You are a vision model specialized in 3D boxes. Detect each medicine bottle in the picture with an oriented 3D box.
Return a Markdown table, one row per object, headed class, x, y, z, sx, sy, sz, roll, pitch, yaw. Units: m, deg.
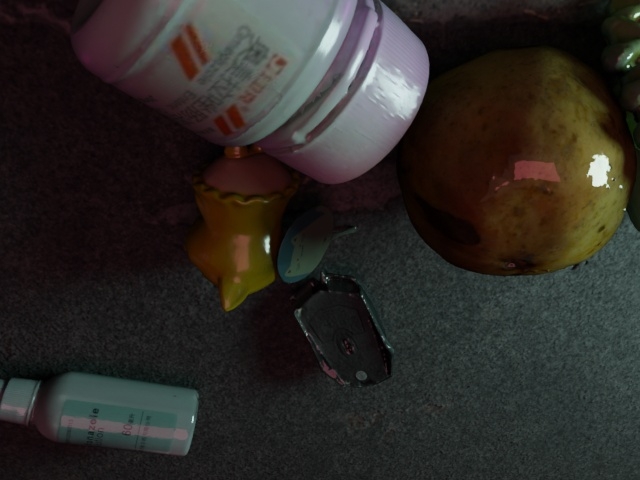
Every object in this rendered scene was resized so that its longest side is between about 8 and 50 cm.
| class | x | y | z | sx | sy | sz | roll | pitch | yaw |
| --- | --- | --- | --- | --- | --- | --- | --- | --- | --- |
| medicine bottle | -0.060 | -0.209 | 0.595 | 0.302 | 0.241 | 0.241 | 27 | 115 | -35 |
| medicine bottle | -0.377 | 0.266 | 0.931 | 0.351 | 0.110 | 0.110 | 12 | 119 | -14 |

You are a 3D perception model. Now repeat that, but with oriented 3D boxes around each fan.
| class | x | y | z | sx | sy | sz | roll | pitch | yaw |
| --- | --- | --- | --- | --- | --- | --- | --- | --- | --- |
| fan | 0.000 | 0.000 | 0.805 | 0.175 | 0.005 | 0.113 | -18 | 129 | -50 |

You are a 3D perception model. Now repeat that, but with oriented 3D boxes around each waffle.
| class | x | y | z | sx | sy | sz | roll | pitch | yaw |
| --- | --- | --- | --- | --- | --- | --- | --- | --- | --- |
| waffle | 0.428 | -0.146 | 0.684 | 0.309 | 0.292 | 0.056 | 38 | 139 | -22 |

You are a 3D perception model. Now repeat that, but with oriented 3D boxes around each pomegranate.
| class | x | y | z | sx | sy | sz | roll | pitch | yaw |
| --- | --- | --- | --- | --- | --- | --- | --- | --- | --- |
| pomegranate | 0.229 | -0.090 | 0.700 | 0.281 | 0.281 | 0.281 | -3 | 122 | -5 |

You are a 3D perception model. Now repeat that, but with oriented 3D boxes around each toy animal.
| class | x | y | z | sx | sy | sz | roll | pitch | yaw |
| --- | --- | --- | --- | --- | --- | --- | --- | --- | --- |
| toy animal | -0.095 | -0.036 | 0.759 | 0.156 | 0.156 | 0.230 | -3 | 115 | -5 |

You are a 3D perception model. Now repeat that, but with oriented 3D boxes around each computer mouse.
| class | x | y | z | sx | sy | sz | roll | pitch | yaw |
| --- | --- | --- | --- | --- | --- | --- | --- | --- | --- |
| computer mouse | 0.043 | 0.138 | 0.930 | 0.126 | 0.071 | 0.231 | -20 | 112 | 22 |

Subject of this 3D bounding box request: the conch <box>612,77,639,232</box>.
| class | x | y | z | sx | sy | sz | roll | pitch | yaw |
| --- | --- | --- | --- | --- | --- | --- | --- | --- | --- |
| conch | 0.467 | -0.089 | 0.789 | 0.250 | 0.137 | 0.143 | 45 | 71 | -33 |
